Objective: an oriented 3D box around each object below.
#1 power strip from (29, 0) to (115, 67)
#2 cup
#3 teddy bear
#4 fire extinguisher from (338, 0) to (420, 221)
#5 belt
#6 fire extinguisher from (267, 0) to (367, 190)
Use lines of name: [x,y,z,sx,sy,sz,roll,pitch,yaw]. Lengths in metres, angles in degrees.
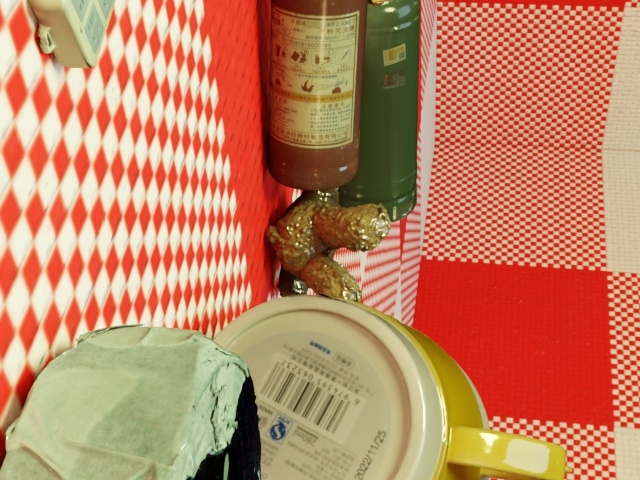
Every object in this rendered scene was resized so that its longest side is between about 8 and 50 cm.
power strip: [-0.092,-0.111,0.420,0.040,0.016,0.090,78,18,-58]
cup: [0.040,0.130,0.694,0.226,0.241,0.185,48,47,-69]
teddy bear: [-0.008,-0.002,0.849,0.160,0.078,0.119,-135,-119,-73]
fire extinguisher: [0.048,-0.168,1.073,0.095,0.114,0.311,44,-37,47]
belt: [-0.077,0.132,0.420,0.151,0.078,0.198,43,54,-73]
fire extinguisher: [0.011,-0.149,0.766,0.071,0.099,0.231,-52,151,-55]
